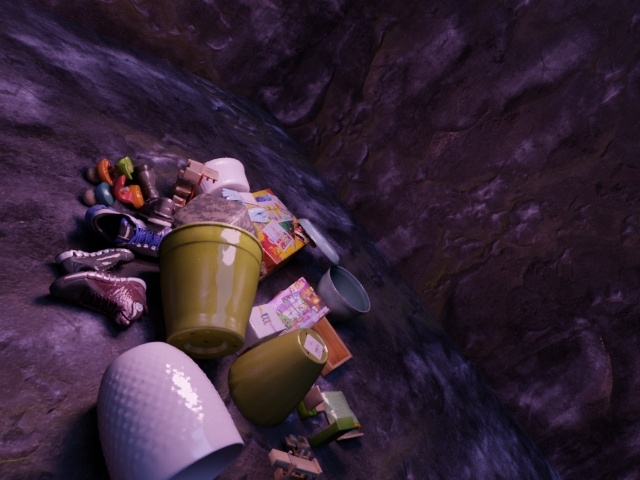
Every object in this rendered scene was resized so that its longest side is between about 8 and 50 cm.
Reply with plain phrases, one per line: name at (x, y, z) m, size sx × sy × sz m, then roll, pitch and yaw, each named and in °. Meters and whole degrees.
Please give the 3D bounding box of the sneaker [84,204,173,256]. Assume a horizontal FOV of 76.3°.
sneaker at (-0.633, -0.015, 1.385) m, size 0.315 × 0.127 × 0.182 m, roll 24°, pitch -3°, yaw -31°

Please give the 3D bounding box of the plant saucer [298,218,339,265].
plant saucer at (0.000, 0.000, 2.110) m, size 0.317 × 0.044 × 0.317 m, roll 50°, pitch 3°, yaw -4°

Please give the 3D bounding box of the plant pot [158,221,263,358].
plant pot at (-0.370, 0.188, 1.362) m, size 0.366 × 0.366 × 0.353 m, roll 28°, pitch 40°, yaw -37°

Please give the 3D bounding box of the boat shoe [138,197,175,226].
boat shoe at (-0.600, -0.114, 1.519) m, size 0.112 × 0.095 × 0.335 m, roll 22°, pitch -4°, yaw -31°

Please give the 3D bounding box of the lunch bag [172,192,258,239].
lunch bag at (-0.404, -0.019, 1.618) m, size 0.212 × 0.305 × 0.256 m, roll -48°, pitch 140°, yaw -34°

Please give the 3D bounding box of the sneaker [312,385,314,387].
sneaker at (-0.091, 0.501, 1.600) m, size 0.212 × 0.094 × 0.080 m, roll 42°, pitch 21°, yaw -10°

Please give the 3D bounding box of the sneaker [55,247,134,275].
sneaker at (-0.690, 0.083, 1.278) m, size 0.234 × 0.078 × 0.106 m, roll -2°, pitch 55°, yaw -57°

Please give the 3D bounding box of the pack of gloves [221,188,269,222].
pack of gloves at (-0.331, -0.168, 1.854) m, size 0.195 × 0.046 × 0.232 m, roll 55°, pitch 24°, yaw 18°

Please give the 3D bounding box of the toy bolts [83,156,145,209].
toy bolts at (-0.787, -0.183, 1.540) m, size 0.228 × 0.158 × 0.218 m, roll -116°, pitch -166°, yaw -57°

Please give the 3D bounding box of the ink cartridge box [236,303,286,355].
ink cartridge box at (-0.249, 0.336, 1.554) m, size 0.127 × 0.128 × 0.176 m, roll 54°, pitch 23°, yaw 18°

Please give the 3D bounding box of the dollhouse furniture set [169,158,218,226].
dollhouse furniture set at (-0.556, -0.206, 1.754) m, size 0.135 × 0.259 × 0.262 m, roll 22°, pitch 33°, yaw -26°

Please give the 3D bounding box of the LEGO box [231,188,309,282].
LEGO box at (-0.294, -0.033, 2.007) m, size 0.372 × 0.193 × 0.500 m, roll 48°, pitch 22°, yaw 1°

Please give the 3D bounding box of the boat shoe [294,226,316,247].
boat shoe at (-0.075, -0.009, 2.054) m, size 0.137 × 0.049 × 0.043 m, roll 48°, pitch 65°, yaw -9°

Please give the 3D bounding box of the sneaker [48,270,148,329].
sneaker at (-0.622, 0.184, 1.190) m, size 0.281 × 0.106 × 0.162 m, roll 12°, pitch 43°, yaw -55°

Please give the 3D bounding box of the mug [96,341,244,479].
mug at (-0.374, 0.449, 1.025) m, size 0.328 × 0.276 × 0.374 m, roll 50°, pitch -9°, yaw 28°

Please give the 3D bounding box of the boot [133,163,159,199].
boot at (-0.729, -0.233, 1.720) m, size 0.246 × 0.083 × 0.161 m, roll -161°, pitch -125°, yaw -69°

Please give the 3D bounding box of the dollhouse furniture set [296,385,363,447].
dollhouse furniture set at (0.075, 0.650, 1.566) m, size 0.301 × 0.151 × 0.197 m, roll 20°, pitch 34°, yaw -47°

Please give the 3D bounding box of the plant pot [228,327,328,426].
plant pot at (-0.118, 0.437, 1.399) m, size 0.275 × 0.293 × 0.275 m, roll 38°, pitch 23°, yaw -20°

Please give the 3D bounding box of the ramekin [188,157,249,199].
ramekin at (-0.480, -0.259, 1.971) m, size 0.277 × 0.277 × 0.135 m, roll 6°, pitch 52°, yaw -57°

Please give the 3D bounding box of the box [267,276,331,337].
box at (-0.117, 0.315, 1.756) m, size 0.201 × 0.057 × 0.293 m, roll 48°, pitch 49°, yaw 6°

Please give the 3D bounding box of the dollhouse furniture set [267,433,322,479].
dollhouse furniture set at (-0.117, 0.692, 1.286) m, size 0.182 × 0.101 × 0.161 m, roll 33°, pitch 1°, yaw -28°

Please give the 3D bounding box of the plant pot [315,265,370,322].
plant pot at (0.085, 0.302, 2.108) m, size 0.293 × 0.196 × 0.293 m, roll 38°, pitch 24°, yaw -20°

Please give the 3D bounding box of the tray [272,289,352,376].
tray at (-0.038, 0.407, 1.881) m, size 0.411 × 0.076 × 0.203 m, roll 54°, pitch 23°, yaw 16°
